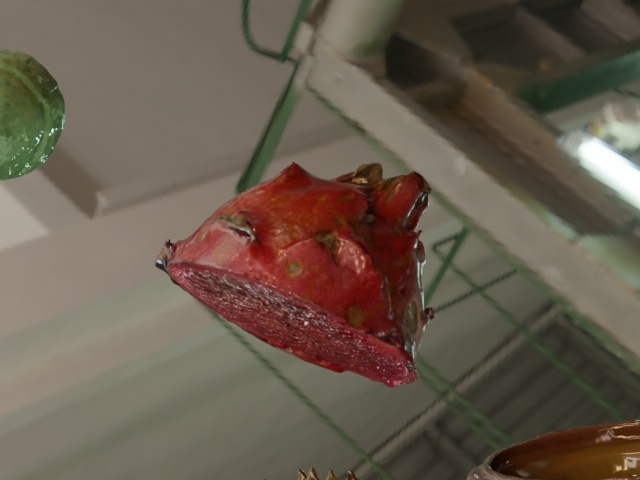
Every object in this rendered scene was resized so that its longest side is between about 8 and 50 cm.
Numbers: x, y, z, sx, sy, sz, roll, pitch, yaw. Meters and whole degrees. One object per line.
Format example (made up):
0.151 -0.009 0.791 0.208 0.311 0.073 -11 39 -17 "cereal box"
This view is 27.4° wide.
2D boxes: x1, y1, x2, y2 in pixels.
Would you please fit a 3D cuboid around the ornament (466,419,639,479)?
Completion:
0.183 0.222 0.727 0.235 0.221 0.217 -9 -89 -36 "ornament"

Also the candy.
-0.319 -0.051 1.006 0.119 0.119 0.440 26 -154 3 "candy"

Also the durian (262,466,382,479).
-0.004 0.204 0.725 0.139 0.252 0.144 65 -147 -18 "durian"

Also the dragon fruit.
0.000 0.000 0.704 0.153 0.153 0.110 25 -109 1 "dragon fruit"
